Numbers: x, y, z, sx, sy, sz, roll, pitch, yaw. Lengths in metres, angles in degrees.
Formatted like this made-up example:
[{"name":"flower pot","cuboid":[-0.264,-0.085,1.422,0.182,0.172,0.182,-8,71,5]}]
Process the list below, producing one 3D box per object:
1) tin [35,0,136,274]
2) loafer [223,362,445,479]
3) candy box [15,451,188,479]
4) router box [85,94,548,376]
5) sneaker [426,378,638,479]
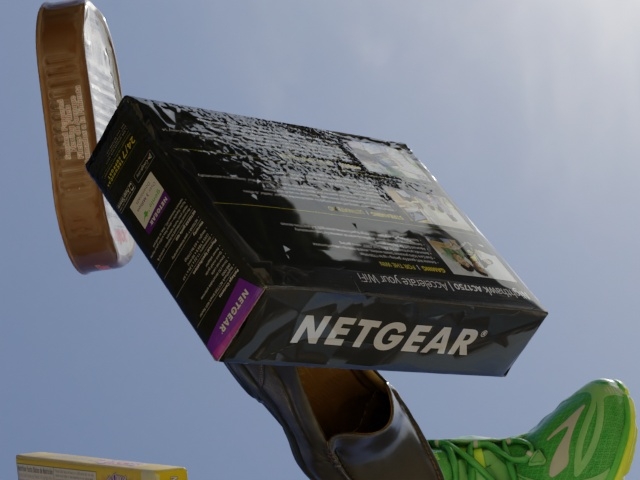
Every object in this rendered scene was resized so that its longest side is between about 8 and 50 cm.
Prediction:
[{"name":"tin","cuboid":[-0.159,-0.072,1.222,0.106,0.040,0.189,8,-106,-79]},{"name":"loafer","cuboid":[0.015,0.093,0.914,0.170,0.061,0.062,46,-109,-29]},{"name":"candy box","cuboid":[-0.141,0.193,1.150,0.027,0.206,0.105,-2,-91,-33]},{"name":"router box","cuboid":[0.000,0.000,0.808,0.179,0.046,0.133,7,-146,-42]},{"name":"sneaker","cuboid":[0.125,0.205,1.427,0.295,0.109,0.123,-37,-64,5]}]
